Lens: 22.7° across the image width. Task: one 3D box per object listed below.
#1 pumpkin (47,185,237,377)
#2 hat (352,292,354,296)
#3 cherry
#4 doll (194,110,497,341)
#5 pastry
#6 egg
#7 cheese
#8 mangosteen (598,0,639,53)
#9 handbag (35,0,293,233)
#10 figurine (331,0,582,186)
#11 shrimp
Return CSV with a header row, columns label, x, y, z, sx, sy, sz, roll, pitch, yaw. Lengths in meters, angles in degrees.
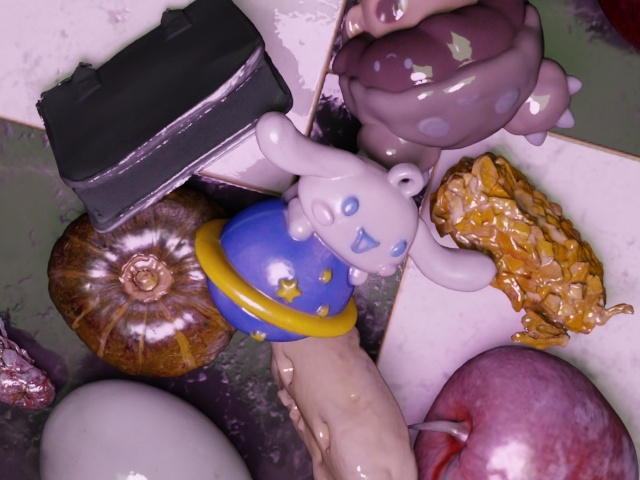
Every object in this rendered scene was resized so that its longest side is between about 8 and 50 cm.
label,x,y,z,sx,sy,sz,roll,pitch,yaw
pumpkin,-0.178,0.046,1.742,0.219,0.162,0.219,1,76,-5
hat,0.000,0.037,1.782,0.077,0.059,0.076,-3,135,11
cherry,0.211,0.234,1.744,0.285,0.213,0.236,18,123,-18
doll,0.019,0.006,1.642,0.311,0.159,0.242,21,106,-21
pastry,0.224,0.016,1.730,0.102,0.154,0.250,-38,98,26
egg,-0.187,0.275,1.754,0.203,0.203,0.282,-39,101,7
cheese,0.021,0.191,1.713,0.093,0.159,0.263,-19,59,-16
mangosteen,0.426,-0.302,1.617,0.297,0.293,0.297,11,106,40
handbag,-0.166,-0.147,1.650,0.247,0.260,0.079,-35,122,2
figurine,0.101,-0.253,1.666,0.248,0.203,0.380,-20,88,-4
shrimp,-0.381,0.131,1.798,0.190,0.075,0.073,38,131,3
